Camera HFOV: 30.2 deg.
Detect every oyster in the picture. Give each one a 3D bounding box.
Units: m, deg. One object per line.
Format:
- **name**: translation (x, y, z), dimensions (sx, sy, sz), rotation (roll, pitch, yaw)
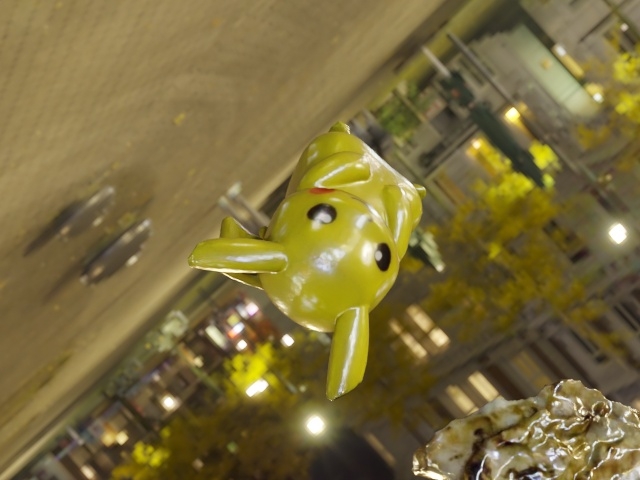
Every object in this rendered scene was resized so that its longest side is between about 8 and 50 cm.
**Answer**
- **oyster**: translation (0.270, 0.255, 0.984), dimensions (0.204, 0.396, 0.111), rotation (-49, -177, 14)

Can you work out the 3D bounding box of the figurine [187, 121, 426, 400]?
- **figurine**: translation (0.002, -0.004, 1.313), dimensions (0.169, 0.218, 0.327), rotation (-51, -173, 26)
